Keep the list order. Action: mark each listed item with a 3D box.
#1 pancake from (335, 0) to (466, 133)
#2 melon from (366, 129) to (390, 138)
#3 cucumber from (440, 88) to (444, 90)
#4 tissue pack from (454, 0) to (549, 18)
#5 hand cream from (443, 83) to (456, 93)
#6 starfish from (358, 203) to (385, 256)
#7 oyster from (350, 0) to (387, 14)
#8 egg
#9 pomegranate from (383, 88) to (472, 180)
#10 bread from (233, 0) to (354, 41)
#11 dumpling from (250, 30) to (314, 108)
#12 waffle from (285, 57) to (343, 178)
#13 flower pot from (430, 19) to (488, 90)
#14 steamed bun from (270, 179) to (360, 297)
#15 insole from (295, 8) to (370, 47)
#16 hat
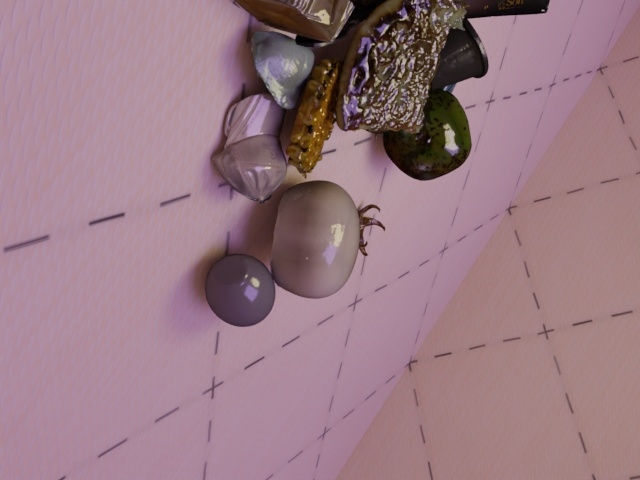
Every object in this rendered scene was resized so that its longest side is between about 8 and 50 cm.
[{"bbox_3d":[0.195,-0.451,1.511,0.305,0.067,0.426,12,106,-39],"label":"pancake"},{"bbox_3d":[0.162,-0.410,1.653,0.182,0.182,0.287,-30,138,-42],"label":"melon"},{"bbox_3d":[0.398,-0.473,2.053,0.227,0.069,0.069,39,81,-45],"label":"cucumber"},{"bbox_3d":[0.410,-0.696,1.577,0.370,0.198,0.209,-4,131,-2],"label":"tissue pack"},{"bbox_3d":[0.437,-0.526,2.115,0.083,0.048,0.224,-7,126,-52],"label":"hand cream"},{"bbox_3d":[0.150,-0.033,2.066,0.146,0.074,0.189,-42,145,-27],"label":"starfish"},{"bbox_3d":[0.102,-0.643,1.444,0.396,0.111,0.204,5,114,-62],"label":"oyster"},{"bbox_3d":[-0.201,0.133,1.574,0.176,0.176,0.232,-51,151,-16],"label":"egg"},{"bbox_3d":[0.339,-0.342,1.947,0.340,0.285,0.284,-58,165,-67],"label":"pomegranate"},{"bbox_3d":[-0.059,-0.492,1.223,0.192,0.210,0.109,13,99,-60],"label":"bread"},{"bbox_3d":[-0.088,-0.381,1.375,0.217,0.105,0.149,-4,118,-58],"label":"dumpling"},{"bbox_3d":[-0.007,-0.305,1.516,0.329,0.062,0.329,18,90,-84],"label":"waffle"},{"bbox_3d":[0.345,-0.545,1.788,0.166,0.269,0.269,-38,148,0],"label":"flower pot"},{"bbox_3d":[0.000,0.000,1.648,0.324,0.207,0.324,10,90,-79],"label":"steamed bun"},{"bbox_3d":[0.031,-0.487,1.396,0.309,0.110,0.012,-46,143,-46],"label":"insole"},{"bbox_3d":[-0.121,-0.220,1.437,0.226,0.164,0.220,-50,158,27],"label":"hat"}]
